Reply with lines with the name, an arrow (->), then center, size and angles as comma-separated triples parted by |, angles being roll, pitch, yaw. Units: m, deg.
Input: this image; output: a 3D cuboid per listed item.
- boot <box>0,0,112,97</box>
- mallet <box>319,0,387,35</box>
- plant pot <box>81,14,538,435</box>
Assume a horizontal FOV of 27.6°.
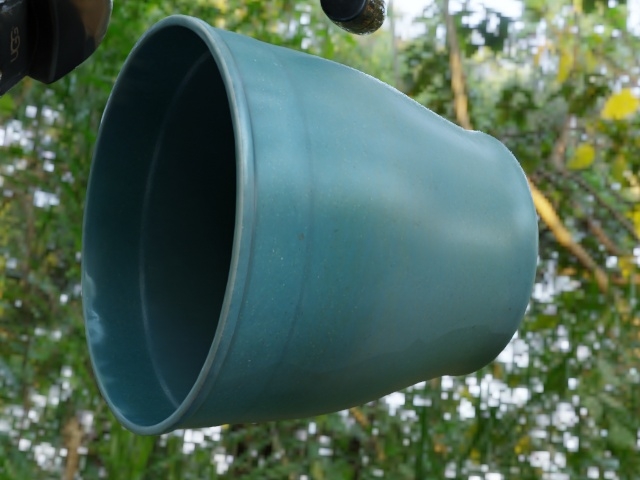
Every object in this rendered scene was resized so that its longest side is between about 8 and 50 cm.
boot -> -0.289, -0.157, 0.844 | 0.229, 0.091, 0.263 | 24, 29, 20
mallet -> -0.036, -0.198, 0.963 | 0.189, 0.039, 0.062 | 25, 6, 24
plant pot -> 0.000, 0.000, 0.901 | 0.255, 0.272, 0.271 | 5, -18, -28
